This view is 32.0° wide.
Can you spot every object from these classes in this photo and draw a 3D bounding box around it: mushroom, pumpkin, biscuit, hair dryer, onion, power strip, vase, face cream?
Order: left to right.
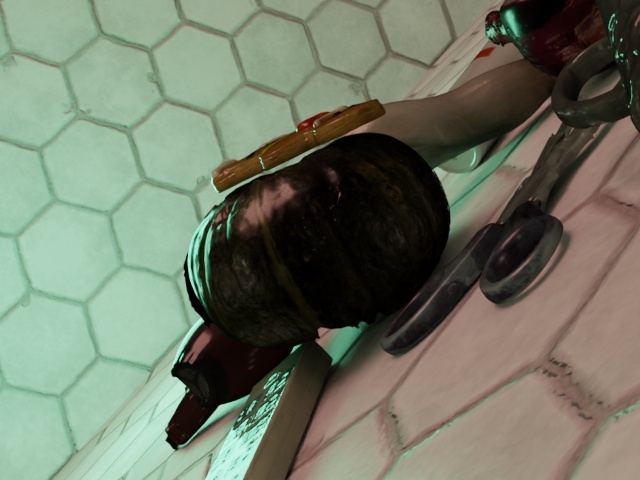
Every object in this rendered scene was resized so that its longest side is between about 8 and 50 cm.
[{"bbox_3d":[-0.128,0.186,1.599,0.312,0.123,0.340,-36,-14,-48],"label":"hair dryer"},{"bbox_3d":[-0.061,0.205,1.144,0.106,0.043,0.367,-42,7,21],"label":"power strip"},{"bbox_3d":[-0.019,-0.115,1.258,0.158,0.035,0.240,-33,8,-40],"label":"biscuit"},{"bbox_3d":[0.000,0.000,1.263,0.320,0.192,0.320,-25,3,2],"label":"pumpkin"},{"bbox_3d":[0.154,-0.149,1.433,0.351,0.097,0.109,-22,-39,-5],"label":"mushroom"},{"bbox_3d":[0.261,-0.235,1.626,0.345,0.102,0.102,-50,8,-38],"label":"face cream"},{"bbox_3d":[0.289,-0.266,1.349,0.218,0.140,0.195,-19,26,49],"label":"onion"},{"bbox_3d":[0.283,-0.164,0.879,0.251,0.156,0.301,-38,15,29],"label":"vase"}]

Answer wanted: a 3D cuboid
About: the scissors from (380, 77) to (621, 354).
[{"bbox_3d":[0.206,-0.047,1.091,0.383,0.029,0.256,-52,8,-34],"label":"scissors"}]
